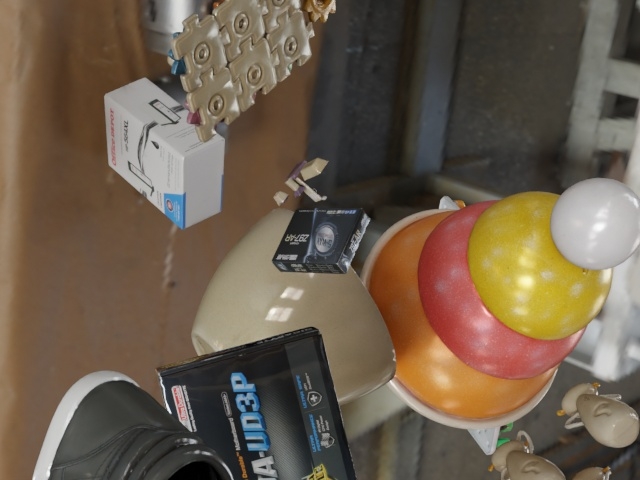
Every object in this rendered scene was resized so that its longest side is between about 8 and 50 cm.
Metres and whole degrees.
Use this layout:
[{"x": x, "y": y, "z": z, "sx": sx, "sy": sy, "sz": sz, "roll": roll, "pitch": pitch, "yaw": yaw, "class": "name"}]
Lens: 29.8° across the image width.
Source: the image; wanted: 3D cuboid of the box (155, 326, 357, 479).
[{"x": -0.061, "y": 0.216, "z": 1.250, "sx": 0.175, "sy": 0.051, "sz": 0.220, "roll": -14, "pitch": 94, "yaw": -10, "class": "box"}]

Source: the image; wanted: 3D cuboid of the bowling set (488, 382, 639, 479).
[{"x": 0.281, "y": 0.326, "z": 1.440, "sx": 0.287, "sy": 0.154, "sz": 0.200, "roll": -32, "pitch": 102, "yaw": -5, "class": "bowling set"}]

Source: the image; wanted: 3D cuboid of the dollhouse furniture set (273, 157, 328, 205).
[{"x": -0.014, "y": -0.093, "z": 2.204, "sx": 0.081, "sy": 0.114, "sz": 0.091, "roll": 41, "pitch": 66, "yaw": -15, "class": "dollhouse furniture set"}]

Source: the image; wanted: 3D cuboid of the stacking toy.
[{"x": 0.291, "y": 0.052, "z": 1.671, "sx": 0.351, "sy": 0.480, "sz": 0.350, "roll": 8, "pitch": 68, "yaw": -21, "class": "stacking toy"}]

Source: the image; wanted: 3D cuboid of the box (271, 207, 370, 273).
[{"x": 0.000, "y": 0.000, "z": 1.169, "sx": 0.018, "sy": 0.083, "sz": 0.067, "roll": 50, "pitch": 54, "yaw": -40, "class": "box"}]

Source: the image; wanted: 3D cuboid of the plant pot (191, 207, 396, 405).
[{"x": -0.061, "y": 0.125, "z": 1.622, "sx": 0.191, "sy": 0.284, "sz": 0.284, "roll": -33, "pitch": 131, "yaw": -20, "class": "plant pot"}]

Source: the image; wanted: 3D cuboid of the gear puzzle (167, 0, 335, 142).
[{"x": -0.085, "y": -0.292, "z": 1.648, "sx": 0.339, "sy": 0.044, "sz": 0.175, "roll": -43, "pitch": 136, "yaw": -33, "class": "gear puzzle"}]

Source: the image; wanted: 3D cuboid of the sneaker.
[{"x": -0.148, "y": 0.252, "z": 0.845, "sx": 0.104, "sy": 0.147, "sz": 0.295, "roll": 11, "pitch": 94, "yaw": -44, "class": "sneaker"}]

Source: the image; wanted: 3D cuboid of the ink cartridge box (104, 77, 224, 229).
[{"x": -0.245, "y": -0.137, "z": 1.879, "sx": 0.086, "sy": 0.203, "sz": 0.148, "roll": -30, "pitch": 142, "yaw": -33, "class": "ink cartridge box"}]

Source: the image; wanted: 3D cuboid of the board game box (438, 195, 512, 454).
[{"x": 0.309, "y": 0.161, "z": 2.411, "sx": 0.050, "sy": 0.390, "sz": 0.390, "roll": -2, "pitch": 116, "yaw": -19, "class": "board game box"}]
